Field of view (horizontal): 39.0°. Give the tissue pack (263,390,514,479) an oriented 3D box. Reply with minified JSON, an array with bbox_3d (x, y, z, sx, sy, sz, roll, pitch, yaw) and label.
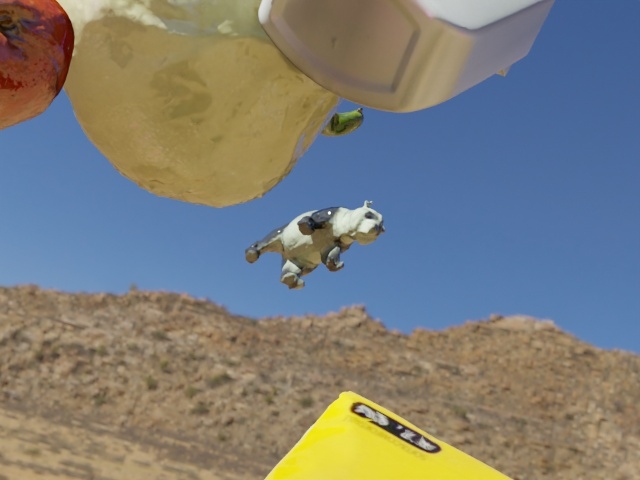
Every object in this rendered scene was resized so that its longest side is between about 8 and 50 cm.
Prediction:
[{"bbox_3d":[0.087,0.299,0.454,0.382,0.293,0.228,26,-43,26],"label":"tissue pack"}]

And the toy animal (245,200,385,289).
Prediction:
[{"bbox_3d":[0.000,0.000,1.339,0.225,0.121,0.093,-26,-83,47],"label":"toy animal"}]

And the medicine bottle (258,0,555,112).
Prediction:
[{"bbox_3d":[0.102,-0.221,0.802,0.179,0.324,0.124,34,-55,18],"label":"medicine bottle"}]

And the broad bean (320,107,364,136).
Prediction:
[{"bbox_3d":[-0.021,-0.210,1.351,0.214,0.070,0.048,23,23,-39],"label":"broad bean"}]

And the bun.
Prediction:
[{"bbox_3d":[-0.084,-0.214,0.908,0.202,0.364,0.364,1,-22,38],"label":"bun"}]

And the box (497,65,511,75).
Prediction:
[{"bbox_3d":[0.282,-0.374,1.271,0.067,0.242,0.155,28,-7,22],"label":"box"}]

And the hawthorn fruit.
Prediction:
[{"bbox_3d":[-0.236,-0.133,0.636,0.128,0.128,0.128,14,-17,4],"label":"hawthorn fruit"}]
